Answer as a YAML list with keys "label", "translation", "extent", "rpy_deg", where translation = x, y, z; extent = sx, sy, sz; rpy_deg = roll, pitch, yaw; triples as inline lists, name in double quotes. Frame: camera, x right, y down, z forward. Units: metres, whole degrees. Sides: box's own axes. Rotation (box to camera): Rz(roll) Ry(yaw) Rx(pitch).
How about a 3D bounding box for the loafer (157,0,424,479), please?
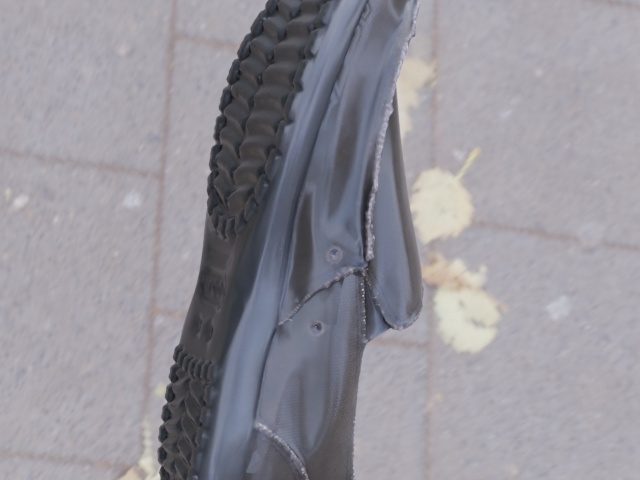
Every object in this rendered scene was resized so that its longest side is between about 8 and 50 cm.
- label: "loafer"
  translation: [0.000, 0.000, 0.644]
  extent: [0.078, 0.080, 0.220]
  rpy_deg: [11, 100, -22]
